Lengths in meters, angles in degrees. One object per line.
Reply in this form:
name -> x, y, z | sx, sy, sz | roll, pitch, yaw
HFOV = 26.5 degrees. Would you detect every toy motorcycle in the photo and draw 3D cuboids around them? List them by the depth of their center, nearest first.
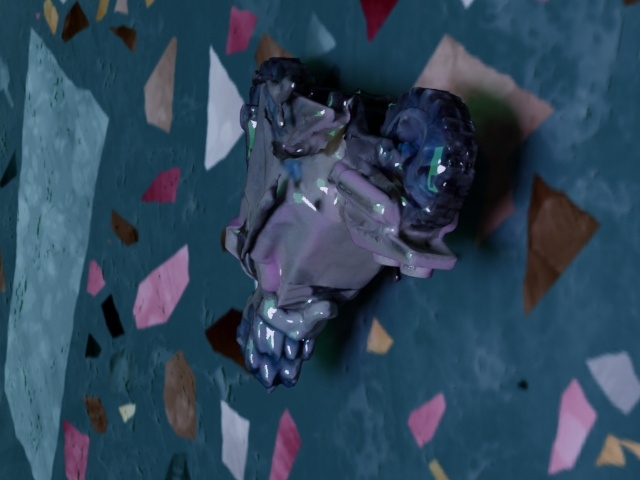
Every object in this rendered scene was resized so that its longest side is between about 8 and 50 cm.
toy motorcycle -> 0.006, 0.001, 0.801 | 0.239, 0.108, 0.204 | -142, 62, -74
